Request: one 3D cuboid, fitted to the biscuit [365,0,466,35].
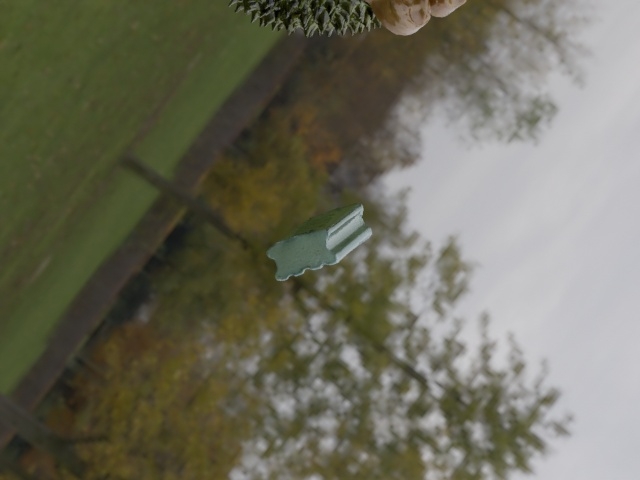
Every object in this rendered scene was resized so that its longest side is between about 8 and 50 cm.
[{"bbox_3d":[0.051,-0.350,1.474,0.202,0.289,0.044,-24,177,-27],"label":"biscuit"}]

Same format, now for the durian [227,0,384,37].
[{"bbox_3d":[0.003,-0.393,2.158,0.158,0.351,0.169,61,30,-79],"label":"durian"}]

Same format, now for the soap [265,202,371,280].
[{"bbox_3d":[0.000,0.000,2.340,0.114,0.063,0.198,-18,-173,20],"label":"soap"}]
